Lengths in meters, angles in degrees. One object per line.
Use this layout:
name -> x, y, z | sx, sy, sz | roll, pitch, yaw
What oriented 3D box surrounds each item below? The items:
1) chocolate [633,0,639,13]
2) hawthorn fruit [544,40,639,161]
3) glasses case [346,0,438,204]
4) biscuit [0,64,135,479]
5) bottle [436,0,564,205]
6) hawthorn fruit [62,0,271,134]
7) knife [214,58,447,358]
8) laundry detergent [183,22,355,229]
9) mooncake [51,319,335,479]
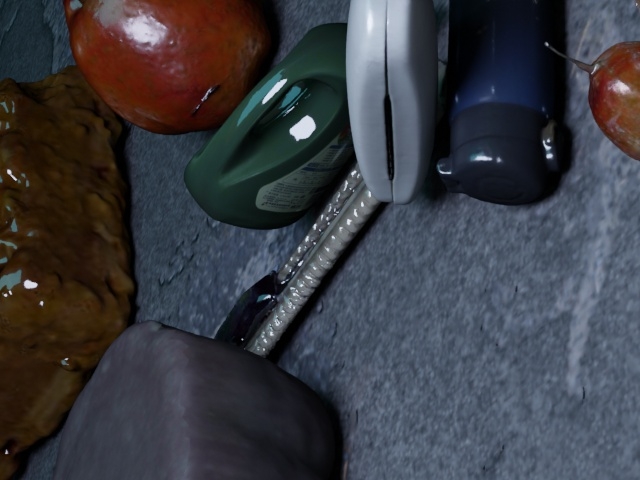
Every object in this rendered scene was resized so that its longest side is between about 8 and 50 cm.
chocolate -> 0.211, -0.135, 0.860 | 0.329, 0.102, 0.065 | -104, 14, -46
hawthorn fruit -> 0.169, -0.087, 0.889 | 0.067, 0.103, 0.067 | -157, 90, -83
glasses case -> 0.048, -0.104, 1.023 | 0.233, 0.059, 0.092 | 79, -167, -65
biscuit -> -0.345, 0.028, 1.712 | 0.343, 0.166, 0.395 | -53, 33, 35
bottle -> 0.124, -0.140, 1.042 | 0.082, 0.072, 0.244 | -3, 63, 17
hawthorn fruit -> -0.150, -0.196, 1.445 | 0.185, 0.202, 0.185 | -47, 27, 34
knife -> -0.005, -0.001, 1.226 | 0.365, 0.043, 0.089 | -54, 33, 30
laundry detergent -> -0.003, -0.106, 1.192 | 0.222, 0.144, 0.078 | -49, 62, 28
mooncake -> -0.102, 0.219, 1.147 | 0.306, 0.154, 0.306 | -41, 39, 44
